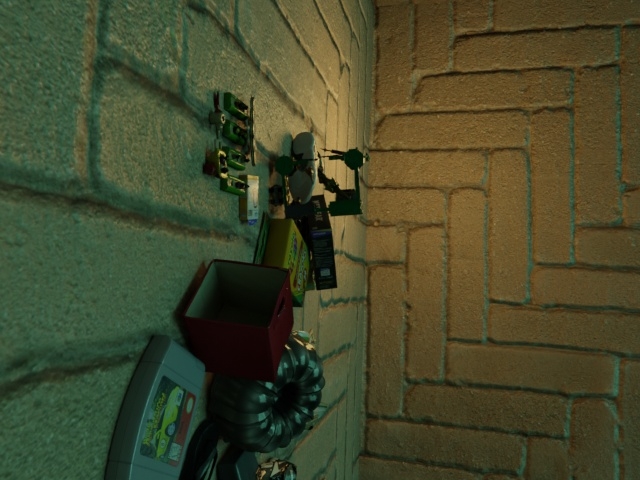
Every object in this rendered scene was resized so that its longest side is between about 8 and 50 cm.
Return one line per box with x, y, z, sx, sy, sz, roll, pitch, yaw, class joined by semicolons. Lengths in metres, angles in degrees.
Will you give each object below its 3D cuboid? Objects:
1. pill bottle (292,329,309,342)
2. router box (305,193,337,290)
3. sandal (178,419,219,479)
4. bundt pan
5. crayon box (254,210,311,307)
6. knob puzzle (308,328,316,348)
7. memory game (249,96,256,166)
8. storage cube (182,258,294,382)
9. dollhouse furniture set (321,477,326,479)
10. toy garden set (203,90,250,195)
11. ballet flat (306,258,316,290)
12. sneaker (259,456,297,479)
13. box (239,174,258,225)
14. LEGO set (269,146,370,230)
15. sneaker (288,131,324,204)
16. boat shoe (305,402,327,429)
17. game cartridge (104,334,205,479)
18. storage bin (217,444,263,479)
-0.111;0.397;1.576;0.136;0.136;0.246;45;48;-71;pill bottle
0.000;0.000;1.920;0.309;0.080;0.243;-100;-176;-63;router box
-0.268;0.523;1.137;0.255;0.054;0.097;-73;159;-46;sandal
-0.112;0.389;1.306;0.330;0.124;0.331;-20;119;-42;bundt pan
-0.113;0.067;1.654;0.318;0.081;0.202;64;31;-61;crayon box
-0.042;0.472;2.069;0.213;0.029;0.213;2;90;-76;knob puzzle
-0.180;-0.291;1.387;0.186;0.012;0.186;179;-90;-85;memory game
-0.176;0.180;1.174;0.184;0.214;0.193;-73;165;-48;storage cube
0.069;1.075;1.884;0.303;0.355;0.174;-52;-179;27;dollhouse furniture set
-0.217;-0.245;1.279;0.204;0.049;0.245;11;81;-76;toy garden set
-0.023;0.137;2.028;0.232;0.073;0.080;-61;149;-62;ballet flat
-0.132;0.721;1.584;0.234;0.106;0.078;30;62;-74;sneaker
-0.196;-0.110;1.423;0.081;0.028;0.136;-15;108;-75;box
0.010;-0.173;1.679;0.192;0.331;0.255;-25;103;-83;LEGO set
-0.042;-0.241;1.855;0.153;0.101;0.269;46;44;-67;sneaker
-0.064;0.626;1.859;0.302;0.113;0.103;33;60;-61;boat shoe
-0.307;0.342;0.982;0.196;0.060;0.294;62;32;-55;game cartridge
-0.206;0.587;1.331;0.135;0.098;0.091;-38;118;-72;storage bin
